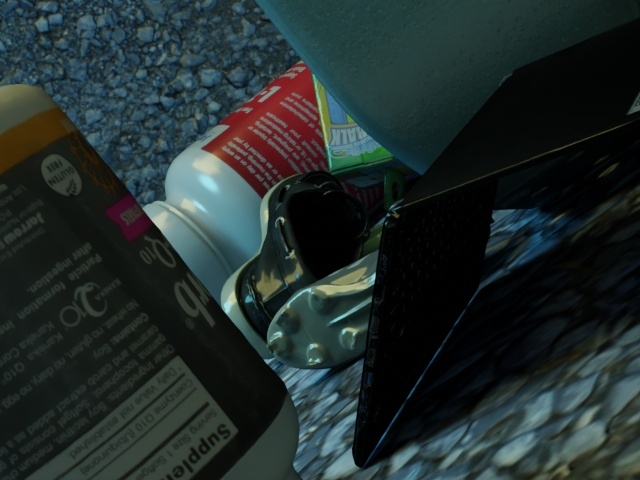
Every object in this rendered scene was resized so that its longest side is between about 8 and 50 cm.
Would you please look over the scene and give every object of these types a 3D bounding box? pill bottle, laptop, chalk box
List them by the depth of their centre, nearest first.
[{"bbox_3d":[-0.112,0.079,0.571,0.162,0.278,0.162,-38,7,5],"label":"pill bottle"},{"bbox_3d":[0.133,-0.013,0.714,0.234,0.137,0.264,-46,-33,-54],"label":"laptop"},{"bbox_3d":[0.082,-0.139,1.467,0.132,0.213,0.132,-15,-10,19],"label":"chalk box"},{"bbox_3d":[-0.055,-0.075,1.626,0.408,0.229,0.229,-41,7,-23],"label":"pill bottle"}]

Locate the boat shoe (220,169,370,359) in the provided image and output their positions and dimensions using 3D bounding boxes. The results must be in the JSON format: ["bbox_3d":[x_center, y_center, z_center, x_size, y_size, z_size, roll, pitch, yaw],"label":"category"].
[{"bbox_3d":[-0.003,-0.003,1.278,0.113,0.127,0.340,-34,9,25],"label":"boat shoe"}]

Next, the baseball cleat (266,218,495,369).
[{"bbox_3d":[0.054,0.041,0.977,0.206,0.072,0.109,-30,-4,28],"label":"baseball cleat"}]

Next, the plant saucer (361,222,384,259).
[{"bbox_3d":[0.029,0.020,1.433,0.192,0.018,0.067,-31,10,45],"label":"plant saucer"}]

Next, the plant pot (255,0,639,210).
[{"bbox_3d":[0.140,-0.163,0.925,0.247,0.252,0.248,-36,-12,21],"label":"plant pot"}]
